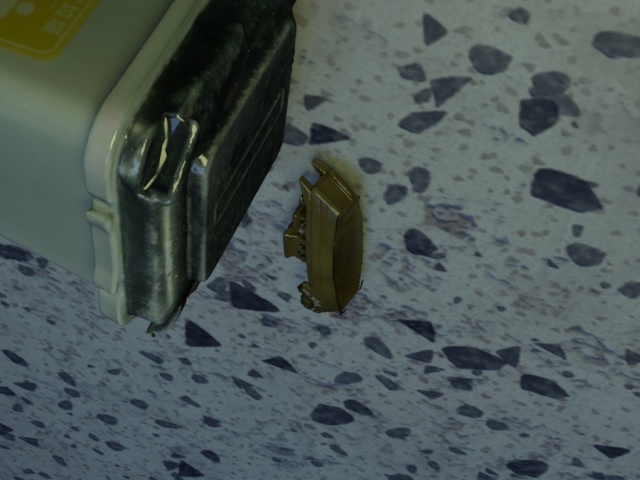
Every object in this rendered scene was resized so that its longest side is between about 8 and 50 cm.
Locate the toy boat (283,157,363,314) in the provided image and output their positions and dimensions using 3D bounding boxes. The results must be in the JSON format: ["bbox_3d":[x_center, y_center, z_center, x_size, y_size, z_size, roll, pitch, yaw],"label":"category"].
[{"bbox_3d":[0.000,0.000,1.118,0.072,0.064,0.206,27,148,21],"label":"toy boat"}]

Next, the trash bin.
[{"bbox_3d":[-0.222,-0.117,0.908,0.367,0.256,0.296,21,148,8],"label":"trash bin"}]
